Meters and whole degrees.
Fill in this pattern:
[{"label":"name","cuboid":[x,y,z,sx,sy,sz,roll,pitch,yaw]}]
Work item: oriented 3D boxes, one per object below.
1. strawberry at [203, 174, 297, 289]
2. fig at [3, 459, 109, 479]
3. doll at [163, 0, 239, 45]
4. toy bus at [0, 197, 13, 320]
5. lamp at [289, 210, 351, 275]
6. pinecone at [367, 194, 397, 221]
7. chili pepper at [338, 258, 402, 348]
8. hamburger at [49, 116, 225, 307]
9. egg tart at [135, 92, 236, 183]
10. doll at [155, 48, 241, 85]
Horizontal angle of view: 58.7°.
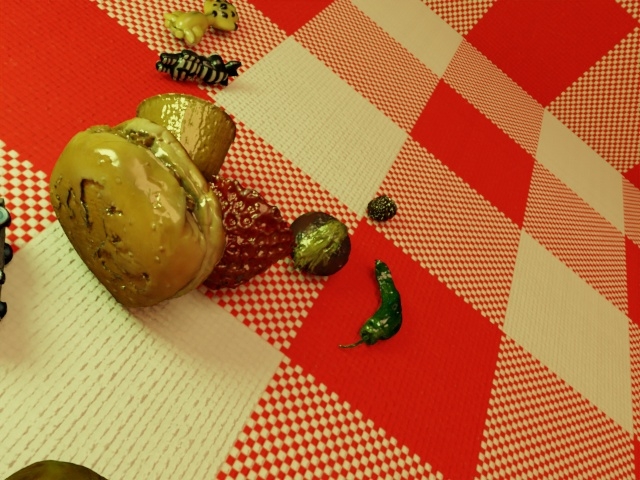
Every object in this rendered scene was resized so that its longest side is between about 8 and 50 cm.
[{"label":"strawberry","cuboid":[-0.185,0.001,1.108,0.234,0.234,0.178,39,57,-5]},{"label":"fig","cuboid":[-0.326,0.358,0.671,0.191,0.290,0.190,4,73,-14]},{"label":"doll","cuboid":[-0.316,-0.598,1.553,0.117,0.086,0.291,39,41,1]},{"label":"toy bus","cuboid":[-0.547,0.033,0.861,0.136,0.126,0.209,4,55,-24]},{"label":"lamp","cuboid":[0.004,0.001,1.288,0.157,0.135,0.157,10,51,-32]},{"label":"pinecone","cuboid":[0.169,-0.084,1.528,0.083,0.077,0.077,20,47,-37]},{"label":"chili pepper","cuboid":[0.141,0.163,1.319,0.122,0.065,0.278,30,42,-2]},{"label":"hamburger","cuboid":[-0.313,-0.033,0.967,0.304,0.284,0.174,53,42,4]},{"label":"egg tart","cuboid":[-0.290,-0.197,1.190,0.215,0.215,0.170,19,63,-25]},{"label":"doll","cuboid":[-0.305,-0.436,1.431,0.220,0.091,0.067,-3,59,-40]}]
